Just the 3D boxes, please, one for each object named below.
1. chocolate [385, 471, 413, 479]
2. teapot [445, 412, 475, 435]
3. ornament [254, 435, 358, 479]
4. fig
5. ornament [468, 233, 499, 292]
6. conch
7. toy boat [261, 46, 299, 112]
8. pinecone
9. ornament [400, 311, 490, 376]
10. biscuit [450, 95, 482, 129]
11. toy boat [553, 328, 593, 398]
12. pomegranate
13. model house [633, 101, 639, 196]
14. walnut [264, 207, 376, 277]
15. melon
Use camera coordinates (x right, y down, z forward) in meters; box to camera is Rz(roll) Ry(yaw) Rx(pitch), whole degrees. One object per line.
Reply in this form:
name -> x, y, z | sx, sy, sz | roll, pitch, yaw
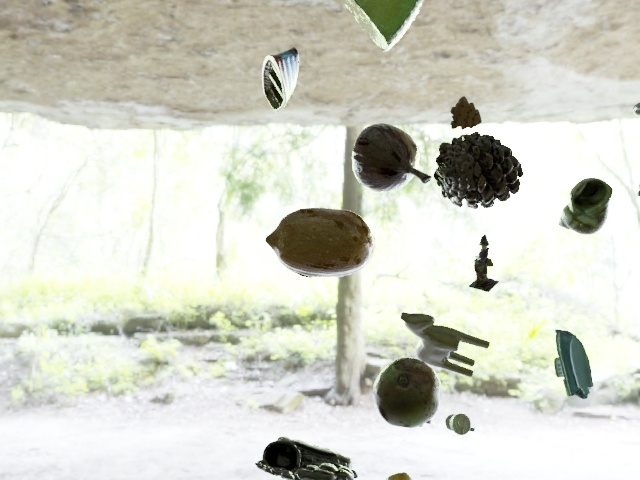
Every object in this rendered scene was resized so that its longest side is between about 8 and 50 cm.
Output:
chocolate -> 0.210, 0.700, 1.626 | 0.086, 0.085, 0.219 | -2, 29, 1
teapot -> 0.416, 0.550, 1.912 | 0.083, 0.064, 0.064 | 27, -17, -15
ornament -> -0.030, 0.558, 1.569 | 0.251, 0.106, 0.260 | 15, -15, 3
fig -> 0.236, -0.235, 1.920 | 0.217, 0.216, 0.321 | 2, 15, -29
ornament -> 0.553, 0.077, 2.196 | 0.088, 0.203, 0.081 | 16, 42, 37
conch -> 0.844, -0.110, 2.053 | 0.187, 0.181, 0.124 | 41, 8, -22
toy boat -> -0.123, -0.492, 1.943 | 0.079, 0.136, 0.392 | -32, -1, -11
pinecone -> 0.455, -0.195, 1.826 | 0.273, 0.224, 0.224 | 2, -7, -26
ornament -> 0.309, 0.263, 1.665 | 0.245, 0.061, 0.230 | 17, -31, 3
biscuit -> 0.508, -0.433, 2.221 | 0.130, 0.119, 0.019 | 14, 10, -21
toy boat -> 0.747, 0.375, 1.944 | 0.088, 0.215, 0.102 | 0, -16, -31
pomegranate -> 0.206, 0.360, 1.471 | 0.159, 0.159, 0.205 | -4, -44, 25
model house -> 0.684, -0.164, 1.185 | 0.229, 0.188, 0.122 | 3, 10, 7
walnut -> 0.000, 0.000, 1.720 | 0.298, 0.203, 0.203 | 7, -6, -3
melon -> 0.126, -0.587, 1.407 | 0.226, 0.331, 0.343 | 1, 15, 4
